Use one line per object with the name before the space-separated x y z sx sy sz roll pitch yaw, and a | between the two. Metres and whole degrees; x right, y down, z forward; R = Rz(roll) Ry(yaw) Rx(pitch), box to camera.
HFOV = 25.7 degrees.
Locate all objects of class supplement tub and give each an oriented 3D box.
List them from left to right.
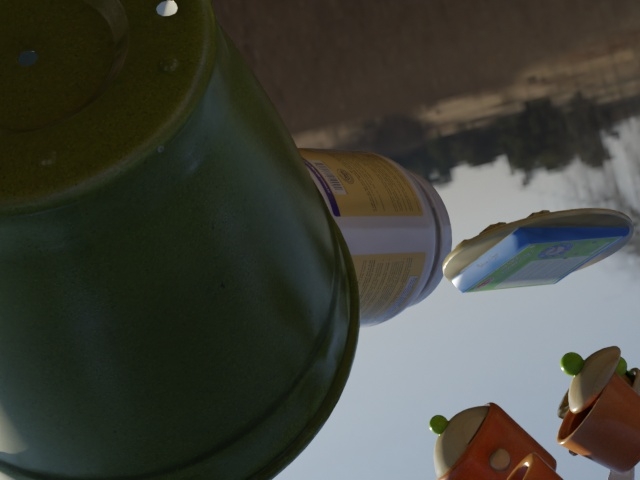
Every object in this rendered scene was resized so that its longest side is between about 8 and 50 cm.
supplement tub | 0.000 0.000 1.818 0.241 0.241 0.331 -12 174 35

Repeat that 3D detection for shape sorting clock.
shape sorting clock | 0.230 0.008 1.494 0.206 0.040 0.206 -13 162 -4

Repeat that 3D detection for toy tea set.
toy tea set | 0.176 0.179 1.247 0.336 0.124 0.200 -56 179 42

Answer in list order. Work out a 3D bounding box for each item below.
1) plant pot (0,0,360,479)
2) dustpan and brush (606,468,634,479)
plant pot | -0.167 -0.027 0.991 0.367 0.366 0.353 -15 148 -3
dustpan and brush | 0.362 0.362 1.769 0.060 0.147 0.211 4 -142 10
